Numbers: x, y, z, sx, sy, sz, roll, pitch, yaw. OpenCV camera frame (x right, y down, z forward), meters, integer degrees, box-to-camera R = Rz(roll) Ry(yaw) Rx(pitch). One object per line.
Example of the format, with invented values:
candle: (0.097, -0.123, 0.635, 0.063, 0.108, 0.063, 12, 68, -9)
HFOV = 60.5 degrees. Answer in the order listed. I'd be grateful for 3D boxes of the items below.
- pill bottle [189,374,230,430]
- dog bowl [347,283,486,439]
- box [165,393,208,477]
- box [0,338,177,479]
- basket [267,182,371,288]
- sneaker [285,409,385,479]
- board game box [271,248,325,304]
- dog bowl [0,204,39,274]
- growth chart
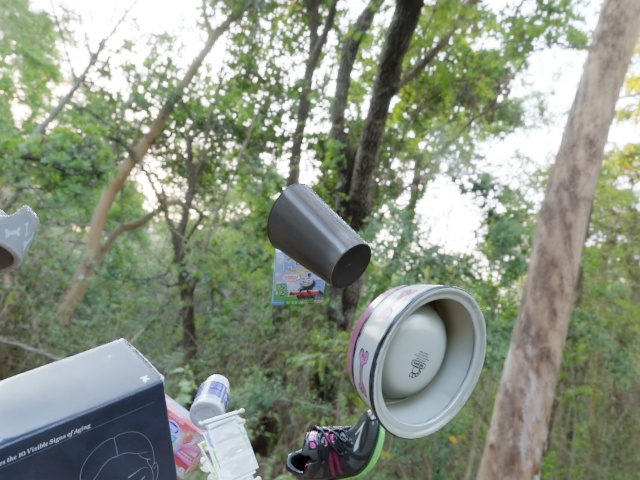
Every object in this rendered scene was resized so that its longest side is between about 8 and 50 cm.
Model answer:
pill bottle: (-0.356, 0.524, 1.805, 0.112, 0.111, 0.186, 16, 16, -4)
dog bowl: (0.246, 0.297, 1.442, 0.408, 0.407, 0.150, 23, -2, -37)
box: (-0.518, 0.635, 1.854, 0.300, 0.154, 0.142, 33, -8, 10)
box: (-0.656, 0.588, 1.433, 0.480, 0.471, 0.298, -17, 26, -36)
basket: (0.000, 0.000, 1.316, 0.227, 0.154, 0.204, 39, -39, 36)
sneaker: (0.049, 0.742, 1.944, 0.202, 0.483, 0.185, 35, 28, -17)
board game box: (-0.064, 0.108, 1.683, 0.160, 0.211, 0.039, -1, 35, -11)
dog bowl: (-0.795, -0.019, 1.163, 0.349, 0.102, 0.348, -1, -23, -1)
growth chart: (-0.265, 0.604, 1.560, 0.172, 0.237, 0.021, -2, -35, -32)
